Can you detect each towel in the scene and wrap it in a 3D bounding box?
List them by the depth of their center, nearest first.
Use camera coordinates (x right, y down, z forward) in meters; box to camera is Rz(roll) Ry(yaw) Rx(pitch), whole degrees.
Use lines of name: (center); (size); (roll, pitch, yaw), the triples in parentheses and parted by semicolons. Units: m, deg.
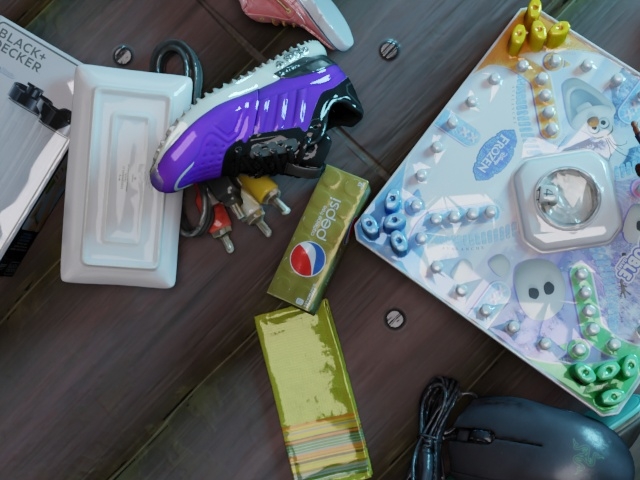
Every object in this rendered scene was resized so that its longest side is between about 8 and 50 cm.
towel: (-0.010, 0.200, 1.260); (0.102, 0.021, 0.237); (-15, 86, 0)

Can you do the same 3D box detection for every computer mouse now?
computer mouse: (0.226, 0.252, 1.153); (0.272, 0.072, 0.189); (3, 63, 26)

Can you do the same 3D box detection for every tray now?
tray: (-0.240, -0.076, 1.214); (0.145, 0.030, 0.270); (4, 94, -14)

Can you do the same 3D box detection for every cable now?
cable: (-0.159, -0.117, 1.279); (0.139, 0.072, 0.287); (-33, 74, 16)

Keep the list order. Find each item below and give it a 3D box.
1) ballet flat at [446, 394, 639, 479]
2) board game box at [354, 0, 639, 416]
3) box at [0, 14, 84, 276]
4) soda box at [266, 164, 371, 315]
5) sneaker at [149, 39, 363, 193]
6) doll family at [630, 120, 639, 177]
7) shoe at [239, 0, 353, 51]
ballet flat: (0.292, 0.288, 1.219); (0.280, 0.095, 0.096); (-26, 96, 10)
board game box: (0.305, -0.053, 1.204); (0.390, 0.050, 0.390); (36, 81, 12)
box: (-0.403, -0.118, 1.253); (0.169, 0.087, 0.290); (32, 88, 2)
soda box: (0.000, 0.000, 1.242); (0.061, 0.058, 0.181); (23, 83, 11)
sneaker: (-0.063, -0.123, 1.189); (0.293, 0.102, 0.146); (-37, 79, -24)
doll family: (0.448, -0.088, 1.142); (0.193, 0.076, 0.111); (31, 85, 16)
shoe: (-0.040, -0.301, 1.273); (0.081, 0.063, 0.178); (-36, 105, 28)
